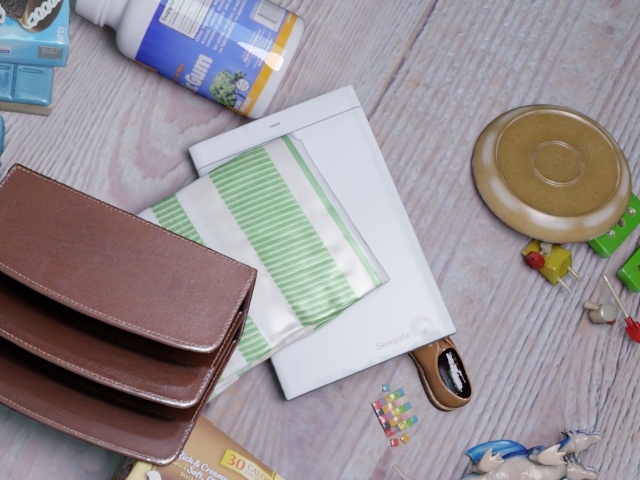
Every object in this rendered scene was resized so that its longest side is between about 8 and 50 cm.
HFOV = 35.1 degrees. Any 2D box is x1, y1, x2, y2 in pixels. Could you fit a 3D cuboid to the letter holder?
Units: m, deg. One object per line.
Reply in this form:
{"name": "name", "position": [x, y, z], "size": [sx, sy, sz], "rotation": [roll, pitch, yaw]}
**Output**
{"name": "letter holder", "position": [-0.255, 0.089, 1.120], "size": [0.302, 0.152, 0.214], "rotation": [24, 56, 4]}

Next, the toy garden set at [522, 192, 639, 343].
{"name": "toy garden set", "position": [0.421, 0.035, 1.477], "size": [0.204, 0.049, 0.244], "rotation": [-43, 92, -24]}

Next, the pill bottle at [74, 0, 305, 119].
{"name": "pill bottle", "position": [-0.170, -0.280, 1.310], "size": [0.272, 0.152, 0.152], "rotation": [25, 70, -10]}

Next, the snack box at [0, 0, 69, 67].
{"name": "snack box", "position": [-0.414, -0.377, 1.284], "size": [0.187, 0.060, 0.321], "rotation": [2, 67, -18]}

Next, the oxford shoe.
{"name": "oxford shoe", "position": [0.144, 0.126, 1.349], "size": [0.076, 0.076, 0.212], "rotation": [-30, 85, -21]}

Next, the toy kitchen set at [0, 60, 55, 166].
{"name": "toy kitchen set", "position": [-0.382, -0.135, 1.196], "size": [0.122, 0.166, 0.207], "rotation": [5, 75, -16]}

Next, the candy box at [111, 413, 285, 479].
{"name": "candy box", "position": [-0.177, 0.355, 1.118], "size": [0.183, 0.087, 0.316], "rotation": [41, 48, -10]}

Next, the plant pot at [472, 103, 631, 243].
{"name": "plant pot", "position": [0.338, -0.106, 1.454], "size": [0.236, 0.032, 0.236], "rotation": [3, 61, -5]}

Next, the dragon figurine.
{"name": "dragon figurine", "position": [0.242, 0.307, 1.326], "size": [0.289, 0.144, 0.085], "rotation": [-11, 81, 0]}

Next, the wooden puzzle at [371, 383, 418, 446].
{"name": "wooden puzzle", "position": [0.100, 0.229, 1.343], "size": [0.049, 0.006, 0.083], "rotation": [-24, 84, -22]}

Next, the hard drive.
{"name": "hard drive", "position": [0.000, 0.000, 1.311], "size": [0.233, 0.047, 0.353], "rotation": [-22, 82, -3]}

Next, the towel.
{"name": "towel", "position": [-0.111, 0.039, 1.260], "size": [0.325, 0.038, 0.247], "rotation": [-32, 84, -4]}
